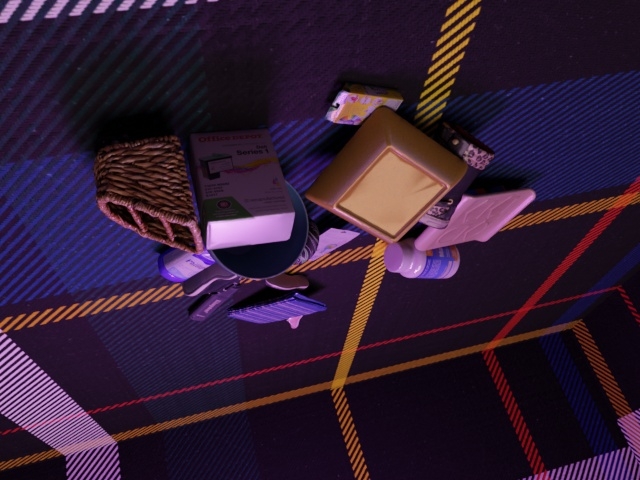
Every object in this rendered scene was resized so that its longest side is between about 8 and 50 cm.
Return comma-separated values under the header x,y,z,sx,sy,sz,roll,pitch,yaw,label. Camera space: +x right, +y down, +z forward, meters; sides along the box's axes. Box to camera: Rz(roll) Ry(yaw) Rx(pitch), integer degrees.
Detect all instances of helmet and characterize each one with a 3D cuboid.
x,y,z,sx,sy,sz,roll,pitch,yaw,label
-0.083,-0.005,1.757,0.161,0.169,0.169,27,130,-31,helmet

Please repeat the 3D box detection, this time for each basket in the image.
x,y,z,sx,sy,sz,roll,pitch,yaw,label
-0.401,-0.077,1.322,0.213,0.223,0.299,-13,170,-12,basket

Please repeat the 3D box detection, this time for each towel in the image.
x,y,z,sx,sy,sz,roll,pitch,yaw,label
-0.170,0.270,2.248,0.336,0.040,0.243,-16,156,28,towel

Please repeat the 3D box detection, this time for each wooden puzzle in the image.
x,y,z,sx,sy,sz,roll,pitch,yaw,label
0.533,-0.090,2.007,0.347,0.080,0.322,-5,150,-31,wooden puzzle

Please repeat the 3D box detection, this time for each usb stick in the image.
x,y,z,sx,sy,sz,roll,pitch,yaw,label
-0.392,0.219,2.089,0.077,0.045,0.278,11,140,-42,usb stick

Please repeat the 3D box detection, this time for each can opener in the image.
x,y,z,sx,sy,sz,roll,pitch,yaw,label
-0.429,-0.218,1.329,0.186,0.073,0.059,-5,110,-27,can opener

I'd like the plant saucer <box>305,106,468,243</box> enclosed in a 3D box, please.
x,y,z,sx,sy,sz,roll,pitch,yaw,label
0.184,-0.139,1.524,0.332,0.081,0.333,27,121,-28,plant saucer

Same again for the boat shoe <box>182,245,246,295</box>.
x,y,z,sx,sy,sz,roll,pitch,yaw,label
-0.302,0.101,1.855,0.340,0.127,0.113,-33,149,28,boat shoe

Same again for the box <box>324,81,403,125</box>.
x,y,z,sx,sy,sz,roll,pitch,yaw,label
0.103,-0.336,1.415,0.179,0.043,0.105,-2,148,-30,box

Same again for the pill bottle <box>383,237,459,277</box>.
x,y,z,sx,sy,sz,roll,pitch,yaw,label
0.376,0.066,2.135,0.272,0.152,0.152,4,144,-34,pill bottle

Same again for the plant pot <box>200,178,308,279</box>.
x,y,z,sx,sy,sz,roll,pitch,yaw,label
-0.205,-0.036,1.569,0.290,0.290,0.195,-1,176,-27,plant pot

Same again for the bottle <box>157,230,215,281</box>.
x,y,z,sx,sy,sz,roll,pitch,yaw,label
-0.360,0.028,1.732,0.283,0.092,0.118,-29,150,19,bottle

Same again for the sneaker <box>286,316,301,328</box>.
x,y,z,sx,sy,sz,roll,pitch,yaw,label
-0.125,0.331,2.421,0.070,0.051,0.134,-1,144,-23,sneaker

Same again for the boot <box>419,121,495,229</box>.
x,y,z,sx,sy,sz,roll,pitch,yaw,label
0.285,-0.212,1.619,0.377,0.138,0.284,25,119,-18,boot

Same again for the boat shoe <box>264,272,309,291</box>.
x,y,z,sx,sy,sz,roll,pitch,yaw,label
-0.134,0.164,2.106,0.206,0.075,0.065,8,139,-45,boat shoe

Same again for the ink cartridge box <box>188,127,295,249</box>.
x,y,z,sx,sy,sz,roll,pitch,yaw,label
-0.196,-0.130,1.365,0.201,0.278,0.117,-7,146,-17,ink cartridge box

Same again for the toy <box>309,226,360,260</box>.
x,y,z,sx,sy,sz,roll,pitch,yaw,label
0.000,0.000,1.918,0.137,0.056,0.237,8,147,-44,toy
